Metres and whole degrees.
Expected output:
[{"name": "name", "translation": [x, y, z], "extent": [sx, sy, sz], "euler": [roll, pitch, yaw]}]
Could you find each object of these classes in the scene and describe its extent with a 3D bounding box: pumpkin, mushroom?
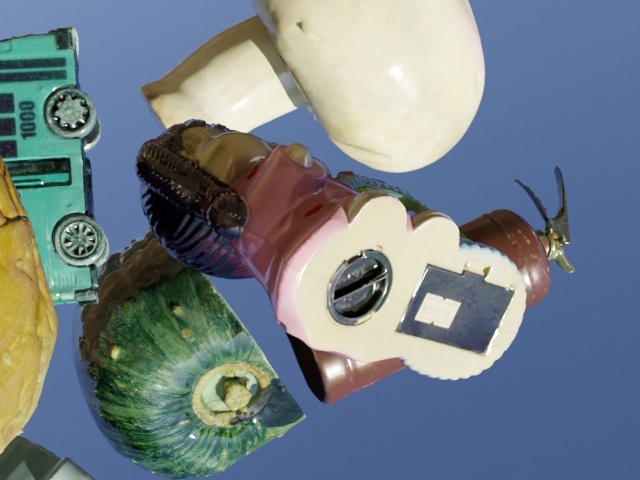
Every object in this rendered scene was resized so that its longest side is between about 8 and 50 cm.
[{"name": "pumpkin", "translation": [-0.171, 0.136, 1.582], "extent": [0.197, 0.293, 0.263], "euler": [-33, -134, -5]}, {"name": "mushroom", "translation": [0.020, -0.207, 1.409], "extent": [0.315, 0.315, 0.356], "euler": [13, -148, 40]}]

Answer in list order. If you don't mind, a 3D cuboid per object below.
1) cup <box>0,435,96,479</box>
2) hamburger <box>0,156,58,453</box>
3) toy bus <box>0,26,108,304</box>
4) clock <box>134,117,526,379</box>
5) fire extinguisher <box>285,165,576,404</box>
[{"name": "cup", "translation": [-0.357, 0.345, 1.374], "extent": [0.257, 0.331, 0.311], "euler": [22, -133, 18]}, {"name": "hamburger", "translation": [-0.272, 0.026, 0.873], "extent": [0.211, 0.308, 0.132], "euler": [-25, -177, -41]}, {"name": "toy bus", "translation": [-0.278, -0.064, 1.349], "extent": [0.147, 0.256, 0.128], "euler": [-5, 176, -8]}, {"name": "clock", "translation": [0.000, 0.000, 0.844], "extent": [0.195, 0.194, 0.100], "euler": [32, -81, 45]}, {"name": "fire extinguisher", "translation": [0.127, 0.042, 1.491], "extent": [0.337, 0.135, 0.114], "euler": [-23, -179, -13]}]
